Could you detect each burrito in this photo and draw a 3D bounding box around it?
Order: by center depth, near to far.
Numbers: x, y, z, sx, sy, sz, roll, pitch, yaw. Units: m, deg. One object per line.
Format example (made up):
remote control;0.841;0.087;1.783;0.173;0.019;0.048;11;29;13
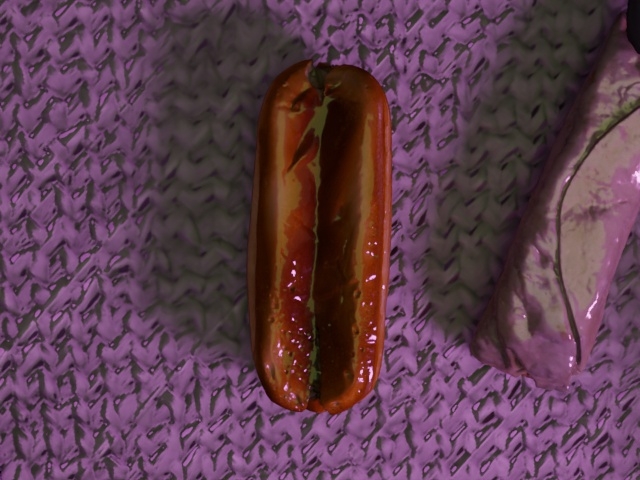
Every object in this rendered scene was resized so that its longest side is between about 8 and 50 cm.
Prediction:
burrito;0.191;-0.026;0.841;0.082;0.059;0.275;21;94;-3

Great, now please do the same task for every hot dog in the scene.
hot dog;0.000;0.000;0.823;0.100;0.068;0.249;4;95;7

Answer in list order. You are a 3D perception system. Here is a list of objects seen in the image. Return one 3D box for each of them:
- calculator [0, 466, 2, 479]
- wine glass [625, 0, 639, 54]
calculator;-0.373;0.206;0.839;0.274;0.028;0.165;11;100;-5
wine glass;0.333;-0.139;0.802;0.231;0.103;0.103;16;96;-19
